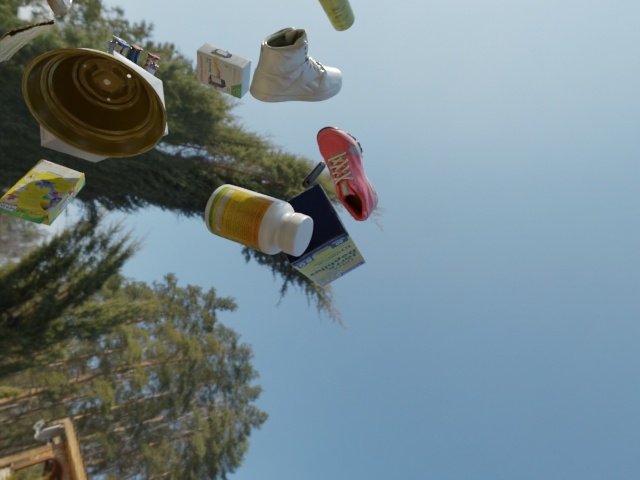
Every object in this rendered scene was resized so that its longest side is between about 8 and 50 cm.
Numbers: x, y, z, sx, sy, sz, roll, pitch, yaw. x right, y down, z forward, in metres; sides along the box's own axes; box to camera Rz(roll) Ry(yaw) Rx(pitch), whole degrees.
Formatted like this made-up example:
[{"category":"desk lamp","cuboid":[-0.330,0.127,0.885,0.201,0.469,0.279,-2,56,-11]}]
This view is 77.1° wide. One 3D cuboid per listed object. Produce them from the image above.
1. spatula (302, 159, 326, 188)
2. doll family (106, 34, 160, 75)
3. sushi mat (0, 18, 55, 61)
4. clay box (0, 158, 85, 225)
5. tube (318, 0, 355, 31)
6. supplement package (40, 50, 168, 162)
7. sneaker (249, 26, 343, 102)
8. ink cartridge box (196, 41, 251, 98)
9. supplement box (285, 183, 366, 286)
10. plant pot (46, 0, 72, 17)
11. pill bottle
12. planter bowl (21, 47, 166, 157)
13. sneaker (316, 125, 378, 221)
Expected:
[{"category":"spatula","cuboid":[0.016,-0.276,1.398,0.084,0.296,0.030,42,-36,-9]},{"category":"doll family","cuboid":[-0.712,-0.631,1.452,0.118,0.263,0.163,34,-74,8]},{"category":"sushi mat","cuboid":[-0.915,-0.569,1.178,0.317,0.151,0.019,-5,-56,32]},{"category":"clay box","cuboid":[-0.803,-0.132,1.160,0.053,0.128,0.222,120,-14,-46]},{"category":"tube","cuboid":[0.012,-0.569,0.893,0.062,0.240,0.070,42,-85,25]},{"category":"supplement package","cuboid":[-0.614,-0.362,1.135,0.293,0.175,0.177,-14,-100,20]},{"category":"sneaker","cuboid":[-0.035,-0.460,1.047,0.108,0.293,0.169,53,-37,21]},{"category":"ink cartridge box","cuboid":[-0.419,-0.733,1.738,0.213,0.093,0.154,24,-38,3]},{"category":"supplement box","cuboid":[0.000,0.000,1.342,0.194,0.356,0.195,-30,-112,5]},{"category":"plant pot","cuboid":[-0.691,-0.708,1.036,0.236,0.033,0.236,173,-90,-74]},{"category":"pill bottle","cuboid":[-0.149,-0.045,0.998,0.246,0.136,0.136,18,-76,20]},{"category":"planter bowl","cuboid":[-0.383,-0.257,0.707,0.217,0.217,0.090,-41,-135,37]},{"category":"sneaker","cuboid":[0.084,-0.196,1.212,0.116,0.136,0.313,-20,-67,26]}]
